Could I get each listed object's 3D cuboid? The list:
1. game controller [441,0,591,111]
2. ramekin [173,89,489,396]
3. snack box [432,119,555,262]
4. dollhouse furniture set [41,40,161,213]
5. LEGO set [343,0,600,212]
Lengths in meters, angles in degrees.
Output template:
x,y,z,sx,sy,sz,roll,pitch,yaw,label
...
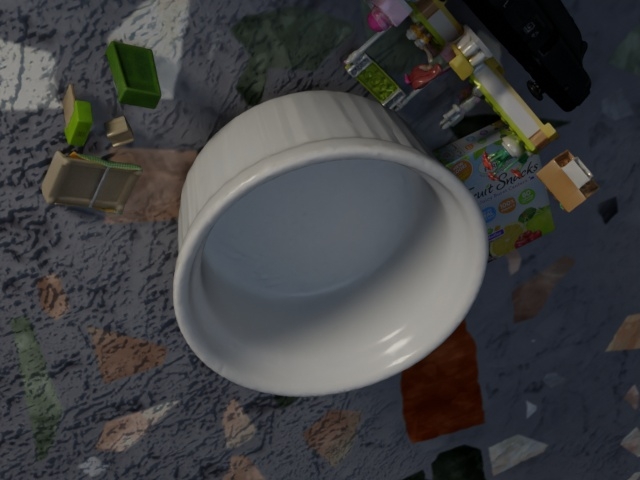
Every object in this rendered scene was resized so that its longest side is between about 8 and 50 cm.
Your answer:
x,y,z,sx,sy,sz,roll,pitch,yaw,label
0.123,-0.192,0.686,0.067,0.166,0.319,-46,157,14,game controller
0.000,0.000,0.829,0.277,0.135,0.277,-7,128,-9,ramekin
0.182,-0.050,0.946,0.100,0.037,0.141,-26,126,-5,snack box
-0.188,-0.094,0.784,0.076,0.059,0.152,5,138,-32,dollhouse furniture set
0.121,-0.122,0.821,0.107,0.132,0.287,-40,114,14,LEGO set
